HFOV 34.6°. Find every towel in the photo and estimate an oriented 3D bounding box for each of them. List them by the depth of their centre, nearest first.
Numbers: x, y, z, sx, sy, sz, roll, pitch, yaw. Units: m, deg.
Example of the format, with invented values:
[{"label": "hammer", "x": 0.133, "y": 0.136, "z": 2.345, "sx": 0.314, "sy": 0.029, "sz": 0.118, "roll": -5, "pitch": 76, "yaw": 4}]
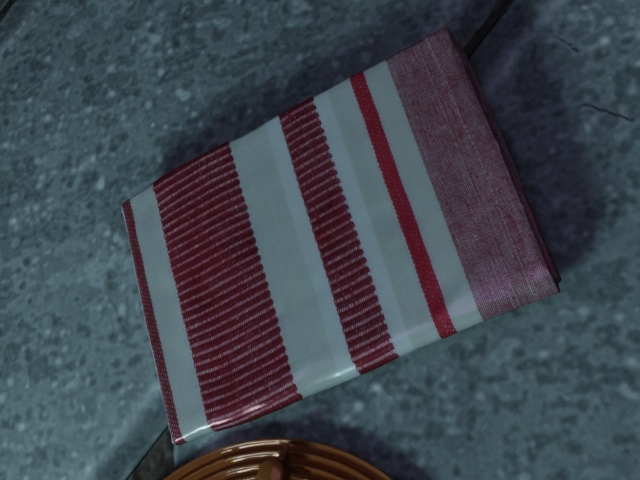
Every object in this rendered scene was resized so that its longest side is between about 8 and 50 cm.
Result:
[{"label": "towel", "x": 0.000, "y": 0.000, "z": 0.821, "sx": 0.329, "sy": 0.037, "sz": 0.237, "roll": -25, "pitch": 63, "yaw": 17}]

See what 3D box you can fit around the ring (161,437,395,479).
[{"label": "ring", "x": -0.048, "y": 0.304, "z": 0.719, "sx": 0.336, "sy": 0.032, "sz": 0.337, "roll": -10, "pitch": 65, "yaw": 22}]
